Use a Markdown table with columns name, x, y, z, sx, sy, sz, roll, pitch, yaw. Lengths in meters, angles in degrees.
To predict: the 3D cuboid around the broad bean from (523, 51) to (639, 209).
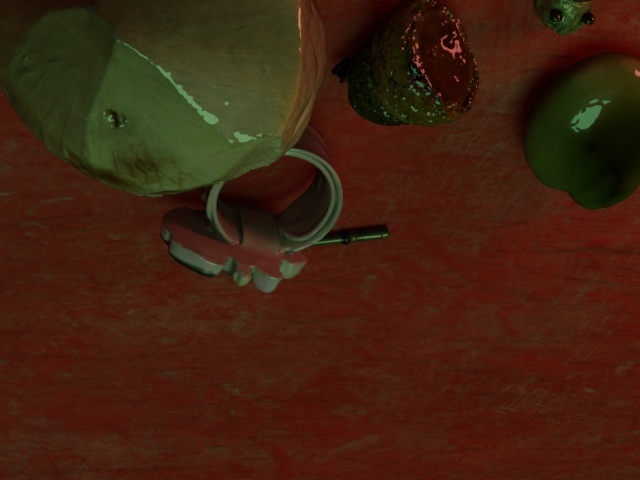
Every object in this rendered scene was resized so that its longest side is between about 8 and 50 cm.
| name | x | y | z | sx | sy | sz | roll | pitch | yaw |
| --- | --- | --- | --- | --- | --- | --- | --- | --- | --- |
| broad bean | 0.428 | -0.165 | 2.005 | 0.238 | 0.119 | 0.291 | -14 | 138 | -2 |

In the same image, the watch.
| name | x | y | z | sx | sy | sz | roll | pitch | yaw |
| --- | --- | --- | --- | --- | --- | --- | --- | --- | --- |
| watch | -0.095 | -0.060 | 1.915 | 0.244 | 0.196 | 0.231 | 13 | 124 | -24 |

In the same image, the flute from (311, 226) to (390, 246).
| name | x | y | z | sx | sy | sz | roll | pitch | yaw |
| --- | --- | --- | --- | --- | --- | --- | --- | --- | --- |
| flute | 0.000 | 0.000 | 2.122 | 0.233 | 0.027 | 0.027 | -7 | 138 | -10 |

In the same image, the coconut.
| name | x | y | z | sx | sy | sz | roll | pitch | yaw |
| --- | --- | --- | --- | --- | --- | --- | --- | --- | --- |
| coconut | -0.190 | -0.224 | 1.540 | 0.415 | 0.345 | 0.415 | -24 | 177 | -1 |

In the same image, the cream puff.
| name | x | y | z | sx | sy | sz | roll | pitch | yaw |
| --- | --- | --- | --- | --- | --- | --- | --- | --- | --- |
| cream puff | 0.107 | -0.236 | 1.820 | 0.169 | 0.183 | 0.183 | -14 | 146 | 38 |

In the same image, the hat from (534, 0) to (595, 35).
| name | x | y | z | sx | sy | sz | roll | pitch | yaw |
| --- | --- | --- | --- | --- | --- | --- | --- | --- | --- |
| hat | 0.352 | -0.328 | 1.852 | 0.077 | 0.059 | 0.076 | 15 | 135 | -36 |
